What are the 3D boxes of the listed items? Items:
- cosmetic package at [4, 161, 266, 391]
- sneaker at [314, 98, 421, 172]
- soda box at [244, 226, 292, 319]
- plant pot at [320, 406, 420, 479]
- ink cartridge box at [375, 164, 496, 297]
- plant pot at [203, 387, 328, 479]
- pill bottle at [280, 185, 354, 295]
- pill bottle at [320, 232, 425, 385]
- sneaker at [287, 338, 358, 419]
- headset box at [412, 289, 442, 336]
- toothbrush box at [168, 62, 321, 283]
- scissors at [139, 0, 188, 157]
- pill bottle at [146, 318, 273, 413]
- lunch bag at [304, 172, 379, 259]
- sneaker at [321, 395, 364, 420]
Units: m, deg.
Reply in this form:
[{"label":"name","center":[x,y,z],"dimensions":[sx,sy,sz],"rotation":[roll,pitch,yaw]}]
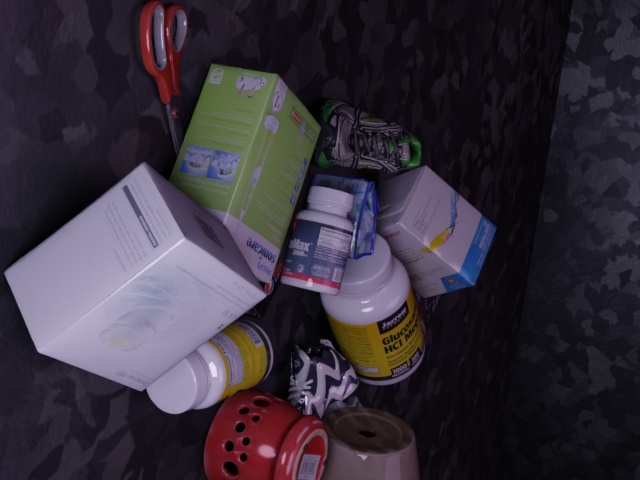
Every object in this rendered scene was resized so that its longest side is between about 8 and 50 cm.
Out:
[{"label":"cosmetic package","center":[-0.229,0.057,1.133],"dimensions":[0.225,0.138,0.224],"rotation":[-37,150,6]},{"label":"sneaker","center":[0.097,-0.201,1.748],"dimensions":[0.343,0.146,0.134],"rotation":[-8,108,-61]},{"label":"soda box","center":[-0.100,0.052,1.577],"dimensions":[0.169,0.053,0.060],"rotation":[-64,149,-26]},{"label":"plant pot","center":[0.077,0.505,1.794],"dimensions":[0.323,0.323,0.280],"rotation":[-25,126,-57]},{"label":"ink cartridge box","center":[0.227,-0.017,1.938],"dimensions":[0.233,0.171,0.168],"rotation":[38,60,-21]},{"label":"plant pot","center":[-0.089,0.376,1.608],"dimensions":[0.191,0.174,0.191],"rotation":[-32,126,-57]},{"label":"pill bottle","center":[0.000,0.000,1.569],"dimensions":[0.108,0.108,0.180],"rotation":[21,81,-63]},{"label":"pill bottle","center":[0.106,0.141,1.861],"dimensions":[0.188,0.188,0.334],"rotation":[-59,147,-32]},{"label":"sneaker","center":[-0.041,0.289,1.764],"dimensions":[0.235,0.094,0.153],"rotation":[-36,112,-20]},{"label":"headset box","center":[0.220,0.086,2.141],"dimensions":[0.293,0.110,0.218],"rotation":[-63,149,-27]},{"label":"toothbrush box","center":[-0.123,-0.099,1.386],"dimensions":[0.206,0.122,0.283],"rotation":[39,66,-65]},{"label":"scissors","center":[-0.222,-0.198,1.279],"dimensions":[0.109,0.021,0.297],"rotation":[-45,142,-60]},{"label":"pill bottle","center":[-0.177,0.201,1.422],"dimensions":[0.208,0.119,0.119],"rotation":[-13,112,-60]},{"label":"lunch bag","center":[0.039,-0.050,1.718],"dimensions":[0.096,0.129,0.151],"rotation":[-19,115,-61]},{"label":"sneaker","center":[0.036,0.378,1.962],"dimensions":[0.151,0.094,0.256],"rotation":[-84,152,-55]}]
